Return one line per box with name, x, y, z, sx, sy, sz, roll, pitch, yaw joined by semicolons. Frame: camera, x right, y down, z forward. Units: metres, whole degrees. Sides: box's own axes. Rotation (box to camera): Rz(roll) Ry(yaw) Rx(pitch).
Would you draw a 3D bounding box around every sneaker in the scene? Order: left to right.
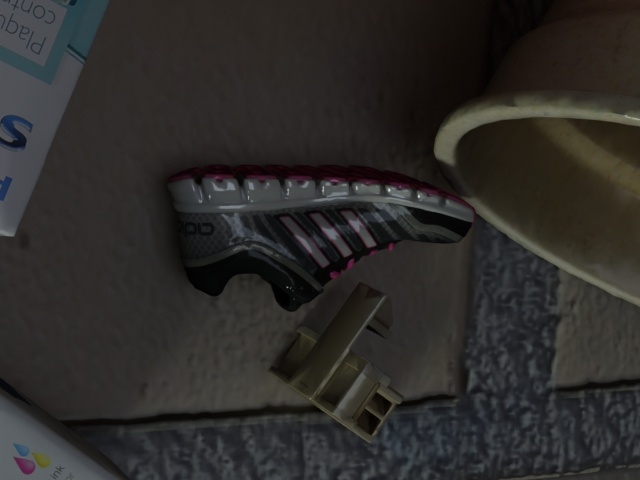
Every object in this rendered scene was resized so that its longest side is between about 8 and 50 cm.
sneaker;0.000;0.000;0.921;0.170;0.063;0.075;1;100;-21

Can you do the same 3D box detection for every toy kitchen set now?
toy kitchen set;0.032;0.071;0.938;0.075;0.083;0.068;38;84;-27

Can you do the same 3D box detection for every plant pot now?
plant pot;0.269;-0.125;0.906;0.334;0.334;0.305;29;76;-28

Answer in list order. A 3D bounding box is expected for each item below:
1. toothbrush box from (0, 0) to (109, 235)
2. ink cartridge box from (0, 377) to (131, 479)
toothbrush box;-0.188;-0.177;0.735;0.216;0.126;0.295;26;81;-28
ink cartridge box;-0.213;0.119;0.826;0.212;0.093;0.154;42;82;-25
